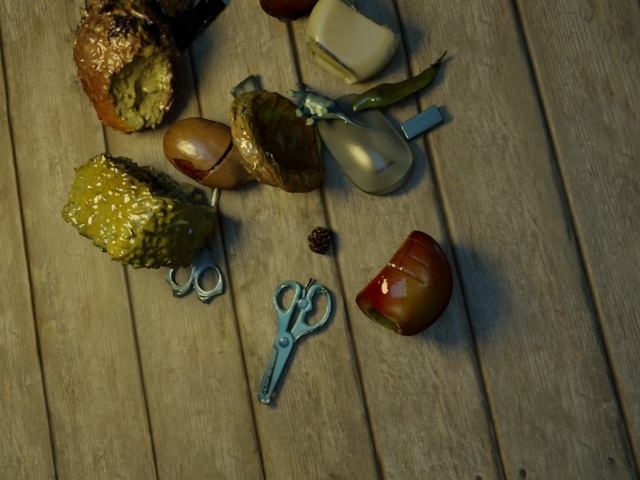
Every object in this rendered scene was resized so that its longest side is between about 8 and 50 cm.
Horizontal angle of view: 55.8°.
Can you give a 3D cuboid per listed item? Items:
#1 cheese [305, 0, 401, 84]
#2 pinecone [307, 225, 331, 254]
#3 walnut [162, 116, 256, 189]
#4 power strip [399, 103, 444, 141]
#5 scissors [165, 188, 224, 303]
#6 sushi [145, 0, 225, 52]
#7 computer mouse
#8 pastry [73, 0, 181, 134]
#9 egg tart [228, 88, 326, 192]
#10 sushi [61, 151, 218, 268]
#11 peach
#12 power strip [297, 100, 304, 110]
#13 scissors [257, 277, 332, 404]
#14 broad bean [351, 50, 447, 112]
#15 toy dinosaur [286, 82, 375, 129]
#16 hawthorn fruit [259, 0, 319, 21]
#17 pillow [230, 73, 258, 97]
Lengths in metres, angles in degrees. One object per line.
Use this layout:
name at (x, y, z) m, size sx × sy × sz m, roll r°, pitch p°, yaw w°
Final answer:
cheese at (0.090, -0.596, 1.756) m, size 0.266 × 0.127 × 0.233 m, roll 34°, pitch 93°, yaw -7°
pinecone at (0.000, 0.000, 1.764) m, size 0.077 × 0.077 × 0.083 m, roll 32°, pitch 81°, yaw 13°
walnut at (-0.319, -0.257, 1.795) m, size 0.298 × 0.203 × 0.203 m, roll 22°, pitch 89°, yaw -4°
power strip at (0.294, -0.340, 1.759) m, size 0.123 × 0.032 × 0.056 m, roll -29°, pitch 79°, yaw 7°
scissors at (-0.358, 0.008, 1.854) m, size 0.191 × 0.029 × 0.360 m, roll 12°, pitch 87°, yaw 14°
sushi at (-0.471, -0.762, 1.866) m, size 0.215 × 0.212 × 0.227 m, roll -45°, pitch 77°, yaw 5°
computer mouse at (0.130, -0.282, 1.758) m, size 0.197 × 0.095 × 0.331 m, roll -38°, pitch 78°, yaw 1°
pastry at (-0.579, -0.534, 1.794) m, size 0.292 × 0.405 × 0.337 m, roll -26°, pitch 59°, yaw -26°
egg tart at (-0.136, -0.267, 1.710) m, size 0.150 × 0.352 × 0.352 m, roll -35°, pitch 77°, yaw 36°
sushi at (-0.512, -0.084, 1.737) m, size 0.397 × 0.351 × 0.240 m, roll 32°, pitch 98°, yaw 25°
peach at (0.242, 0.114, 1.631) m, size 0.245 × 0.249 × 0.274 m, roll 37°, pitch 77°, yaw -21°
power strip at (-0.071, -0.390, 1.840) m, size 0.017 × 0.027 × 0.083 m, roll 40°, pitch 93°, yaw 15°
scissors at (-0.095, 0.294, 1.770) m, size 0.180 × 0.032 × 0.392 m, roll 20°, pitch 87°, yaw 12°
broad bean at (0.232, -0.442, 1.750) m, size 0.325 × 0.067 × 0.075 m, roll -27°, pitch 92°, yaw -9°
toy dinosaur at (-0.007, -0.380, 1.729) m, size 0.329 × 0.144 × 0.076 m, roll 37°, pitch 128°, yaw 32°
hawthorn fruit at (-0.085, -0.818, 1.762) m, size 0.308 × 0.308 × 0.324 m, roll 31°, pitch 57°, yaw 13°
pillow at (-0.217, -0.439, 1.858) m, size 0.091 × 0.055 × 0.135 m, roll -39°, pitch 73°, yaw 37°
